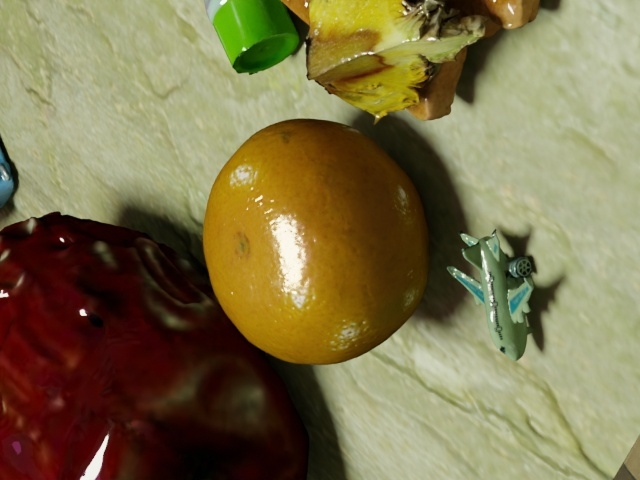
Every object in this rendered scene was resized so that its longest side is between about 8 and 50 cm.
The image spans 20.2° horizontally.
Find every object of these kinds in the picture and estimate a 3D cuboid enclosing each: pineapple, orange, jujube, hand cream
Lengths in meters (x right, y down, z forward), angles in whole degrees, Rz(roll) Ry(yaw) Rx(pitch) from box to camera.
[{"bbox_3d":[0.037,-0.114,0.974,0.114,0.077,0.114,-1,112,44],"label":"pineapple"},{"bbox_3d":[0.000,0.000,1.127,0.156,0.124,0.156,8,101,48],"label":"orange"},{"bbox_3d":[-0.164,0.128,1.394,0.377,0.258,0.258,36,138,39],"label":"jujube"},{"bbox_3d":[-0.087,-0.243,1.216,0.079,0.050,0.275,-36,70,33],"label":"hand cream"}]

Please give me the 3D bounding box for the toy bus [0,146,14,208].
[{"bbox_3d":[-0.415,-0.041,1.730,0.133,0.234,0.116,59,152,4],"label":"toy bus"}]

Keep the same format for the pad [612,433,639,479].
[{"bbox_3d":[0.223,0.154,0.955,0.158,0.003,0.235,54,148,27],"label":"pad"}]

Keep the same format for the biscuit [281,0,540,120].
[{"bbox_3d":[0.031,-0.167,1.044,0.280,0.043,0.183,25,125,53],"label":"biscuit"}]

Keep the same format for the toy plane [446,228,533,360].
[{"bbox_3d":[0.107,0.031,1.051,0.080,0.033,0.083,6,120,59],"label":"toy plane"}]
